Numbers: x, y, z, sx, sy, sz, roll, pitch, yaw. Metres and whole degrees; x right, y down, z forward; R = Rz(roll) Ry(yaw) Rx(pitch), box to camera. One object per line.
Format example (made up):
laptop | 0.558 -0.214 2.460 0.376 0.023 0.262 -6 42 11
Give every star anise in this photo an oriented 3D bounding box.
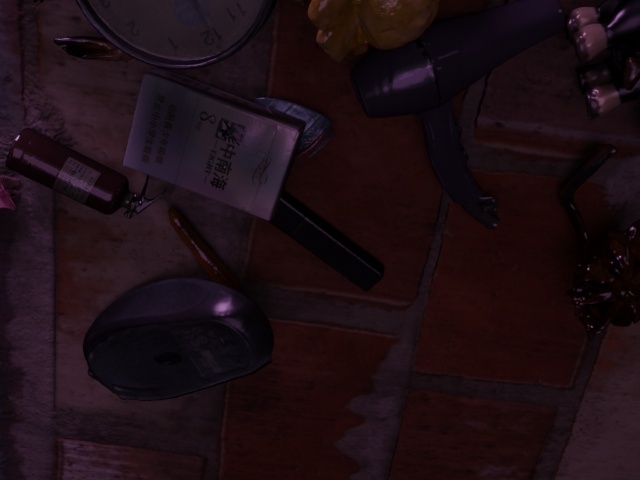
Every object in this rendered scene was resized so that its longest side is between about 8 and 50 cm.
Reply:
star anise | 0.470 0.014 1.079 0.237 0.148 0.347 -24 112 -13

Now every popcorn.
popcorn | 0.068 -0.353 0.871 0.190 0.191 0.254 18 115 -7

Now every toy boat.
toy boat | -0.046 -0.183 1.039 0.096 0.034 0.122 -37 109 14

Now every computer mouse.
computer mouse | -0.238 0.168 1.161 0.373 0.114 0.203 -14 118 24

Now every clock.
clock | -0.188 -0.353 0.866 0.280 0.055 0.281 1 124 2

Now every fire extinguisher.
fire extinguisher | -0.359 -0.104 1.058 0.231 0.071 0.099 25 104 -12

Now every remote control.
remote control | 0.000 0.000 1.132 0.245 0.025 0.063 36 114 -15

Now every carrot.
carrot | -0.198 0.021 1.134 0.037 0.037 0.190 -31 111 14

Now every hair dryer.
hair dryer | 0.231 -0.171 1.026 0.300 0.121 0.361 -22 123 1

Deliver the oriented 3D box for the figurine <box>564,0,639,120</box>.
figurine | 0.532 -0.298 0.895 0.306 0.241 0.412 40 119 -8

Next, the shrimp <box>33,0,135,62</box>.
shrimp | -0.328 -0.337 0.954 0.289 0.075 0.178 -9 118 -10

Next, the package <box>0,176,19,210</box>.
package | -0.532 -0.066 1.099 0.083 0.029 0.059 -14 111 16

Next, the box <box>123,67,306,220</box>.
box | -0.159 -0.145 1.024 0.242 0.067 0.155 22 116 -1
